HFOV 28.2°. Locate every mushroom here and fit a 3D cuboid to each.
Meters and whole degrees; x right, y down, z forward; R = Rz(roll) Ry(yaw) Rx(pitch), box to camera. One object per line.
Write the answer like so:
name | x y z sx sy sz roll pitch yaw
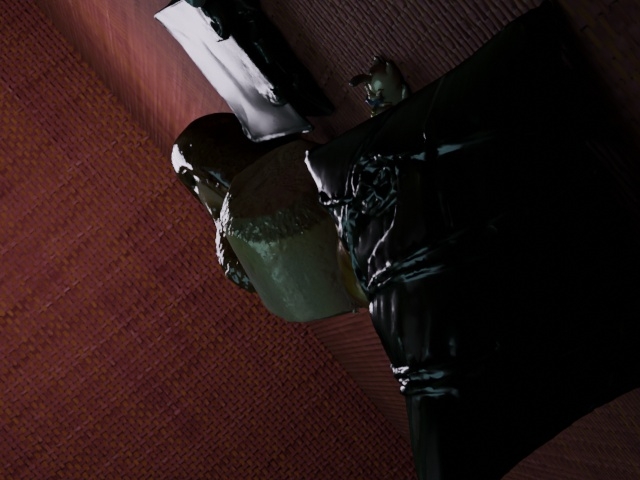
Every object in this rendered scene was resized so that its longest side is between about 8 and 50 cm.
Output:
mushroom | -0.101 -0.068 2.113 0.345 0.239 0.345 52 154 39

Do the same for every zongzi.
zongzi | 0.197 0.027 1.117 0.319 0.362 0.383 -21 80 54

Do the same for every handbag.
handbag | -0.109 -0.253 1.768 0.247 0.079 0.260 51 168 -16

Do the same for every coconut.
coconut | 0.000 0.000 1.778 0.244 0.239 0.239 56 169 -29

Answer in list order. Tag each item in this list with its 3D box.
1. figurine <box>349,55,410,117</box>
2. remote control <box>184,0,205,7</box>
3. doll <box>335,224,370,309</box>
figurine | 0.068 -0.158 1.399 0.083 0.050 0.047 55 175 -28
remote control | -0.167 -0.368 1.569 0.061 0.029 0.162 41 145 37
doll | 0.093 -0.016 1.520 0.162 0.166 0.269 47 167 8
